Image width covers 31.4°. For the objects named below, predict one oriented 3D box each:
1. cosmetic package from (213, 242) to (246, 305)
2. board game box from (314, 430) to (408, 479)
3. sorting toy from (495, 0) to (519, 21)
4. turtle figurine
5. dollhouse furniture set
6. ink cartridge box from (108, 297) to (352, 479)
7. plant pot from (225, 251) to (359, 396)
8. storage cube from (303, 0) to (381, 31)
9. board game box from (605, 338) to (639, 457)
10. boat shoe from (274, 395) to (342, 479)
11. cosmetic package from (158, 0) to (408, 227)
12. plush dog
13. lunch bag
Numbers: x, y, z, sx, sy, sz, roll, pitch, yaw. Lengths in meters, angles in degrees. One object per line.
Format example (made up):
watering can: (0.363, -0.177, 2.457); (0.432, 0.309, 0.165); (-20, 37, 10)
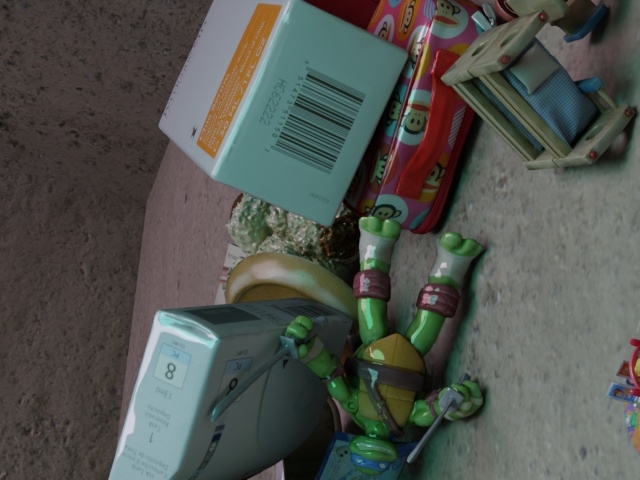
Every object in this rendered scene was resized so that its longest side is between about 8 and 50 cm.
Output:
cosmetic package: (-0.099, 0.166, 1.802); (0.153, 0.129, 0.296); (13, 89, 63)
board game box: (0.045, 0.270, 1.325); (0.020, 0.090, 0.090); (-101, 29, -61)
sorting toy: (0.214, -0.288, 1.254); (0.042, 0.061, 0.102); (-55, 49, 51)
turtle figurine: (0.072, 0.107, 1.187); (0.197, 0.274, 0.266); (2, 72, 39)
dollhouse furniture set: (0.235, -0.177, 1.044); (0.184, 0.129, 0.129); (-48, 13, -10)
ink cartridge box: (-0.115, 0.259, 1.270); (0.308, 0.091, 0.385); (-1, -72, -64)
plant pot: (-0.028, 0.118, 1.461); (0.032, 0.236, 0.236); (-50, -6, -42)
storage cube: (-0.010, -0.328, 1.825); (0.215, 0.193, 0.184); (-96, 24, -52)
board game box: (0.258, 0.092, 0.833); (0.133, 0.033, 0.169); (-115, 40, -66)
boat shoe: (-0.010, 0.349, 1.452); (0.103, 0.113, 0.302); (87, -172, -69)
cosmetic package: (-0.069, -0.190, 1.483); (0.230, 0.161, 0.453); (-66, 19, 5)
plush dog: (0.000, 0.000, 1.609); (0.225, 0.210, 0.262); (-44, 26, 27)
lunch bag: (0.112, -0.163, 1.396); (0.258, 0.120, 0.293); (-125, 50, -69)
